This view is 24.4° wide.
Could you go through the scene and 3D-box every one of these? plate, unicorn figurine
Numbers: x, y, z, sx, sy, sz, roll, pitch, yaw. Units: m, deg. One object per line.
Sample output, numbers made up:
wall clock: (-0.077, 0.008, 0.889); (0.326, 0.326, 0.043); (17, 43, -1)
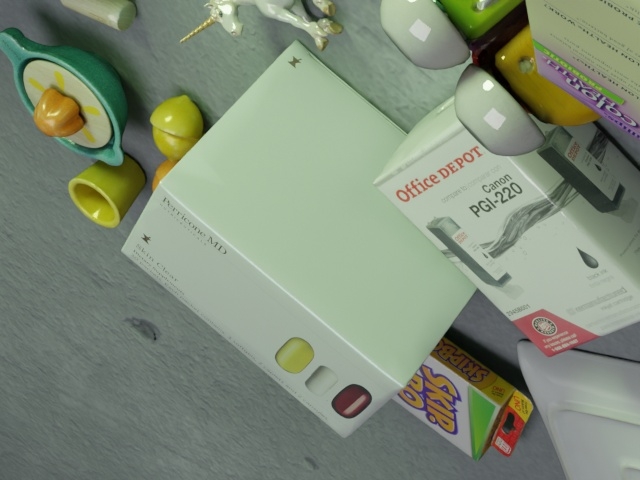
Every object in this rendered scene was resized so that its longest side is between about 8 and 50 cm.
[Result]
plate: (0.327, 0.224, 1.385); (0.277, 0.045, 0.278); (9, 137, 39)
unicorn figurine: (-0.033, -0.204, 1.218); (0.111, 0.060, 0.162); (35, 132, 8)

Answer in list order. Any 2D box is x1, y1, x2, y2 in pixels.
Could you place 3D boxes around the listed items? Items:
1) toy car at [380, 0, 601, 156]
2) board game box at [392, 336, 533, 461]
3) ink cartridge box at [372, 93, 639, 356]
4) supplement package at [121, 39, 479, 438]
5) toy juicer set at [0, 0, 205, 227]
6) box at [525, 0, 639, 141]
toy car: (0.134, -0.161, 1.034); (0.182, 0.159, 0.136); (47, -176, -13)
board game box: (0.092, 0.125, 1.495); (0.259, 0.039, 0.124); (33, 149, 15)
ink cartridge box: (0.172, -0.024, 1.189); (0.218, 0.092, 0.158); (46, 148, -7)
supplement package: (0.000, 0.000, 1.289); (0.262, 0.204, 0.145); (40, 148, 1)
toy juicer set: (-0.221, -0.135, 1.458); (0.209, 0.089, 0.329); (11, 138, 38)
box: (0.231, -0.122, 0.819); (0.213, 0.117, 0.243); (36, 175, 18)
